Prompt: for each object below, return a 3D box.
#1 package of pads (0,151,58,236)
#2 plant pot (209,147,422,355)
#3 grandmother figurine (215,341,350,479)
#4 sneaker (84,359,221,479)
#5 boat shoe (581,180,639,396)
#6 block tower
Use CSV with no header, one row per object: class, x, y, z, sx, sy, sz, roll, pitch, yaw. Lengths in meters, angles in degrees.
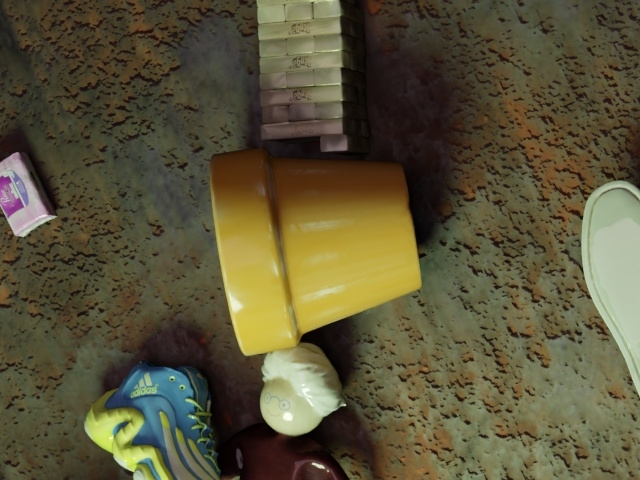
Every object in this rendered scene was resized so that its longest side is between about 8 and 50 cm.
package of pads,-0.328,-0.050,1.999,0.050,0.032,0.083,-29,83,15
plant pot,0.000,0.000,1.824,0.188,0.205,0.205,-9,89,2
grandmother figurine,-0.046,0.272,1.885,0.208,0.104,0.342,14,97,18
sneaker,-0.148,0.199,1.891,0.240,0.091,0.126,32,90,39
boat shoe,0.323,0.064,1.776,0.095,0.079,0.254,-25,87,14
block tower,-0.010,-0.254,1.864,0.097,0.091,0.335,-3,90,18
